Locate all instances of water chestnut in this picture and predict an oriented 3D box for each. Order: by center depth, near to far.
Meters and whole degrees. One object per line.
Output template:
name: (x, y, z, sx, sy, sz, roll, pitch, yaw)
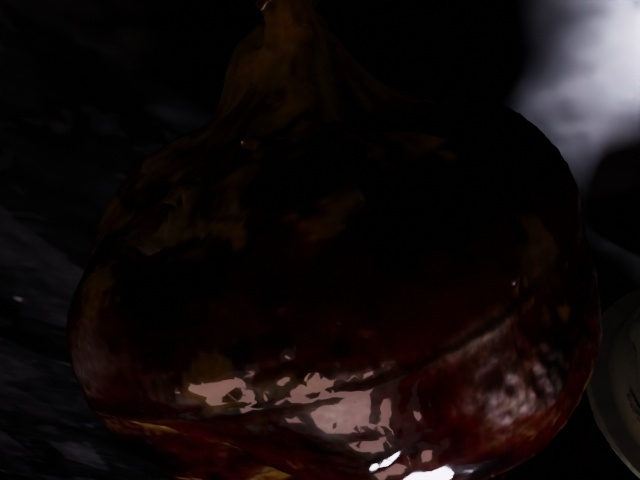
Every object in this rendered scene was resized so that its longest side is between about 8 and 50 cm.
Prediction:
water chestnut: (0.000, 0.000, 0.674, 0.335, 0.335, 0.347, 0, 120, 25)

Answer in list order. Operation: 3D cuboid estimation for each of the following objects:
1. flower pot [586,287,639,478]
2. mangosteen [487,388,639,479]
flower pot: (0.309, 0.059, 0.733, 0.212, 0.212, 0.202, 12, 140, 4)
mangosteen: (0.172, 0.214, 0.983, 0.313, 0.297, 0.297, 16, 161, 46)
